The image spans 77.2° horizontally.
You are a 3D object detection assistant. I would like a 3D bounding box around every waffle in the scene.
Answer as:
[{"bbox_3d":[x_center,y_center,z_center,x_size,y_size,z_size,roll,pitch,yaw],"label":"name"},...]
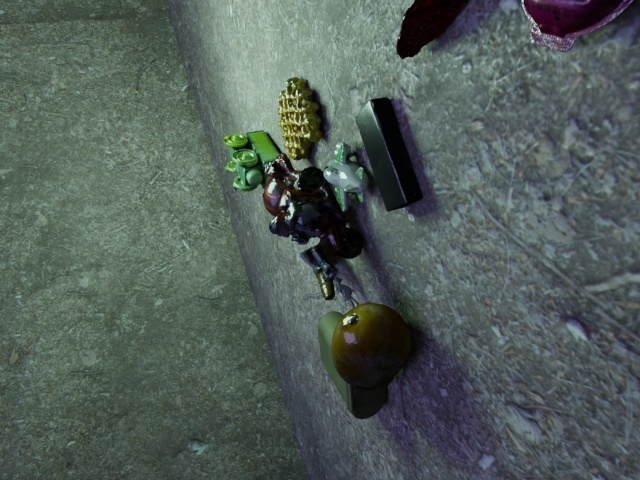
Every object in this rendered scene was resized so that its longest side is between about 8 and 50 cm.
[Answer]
[{"bbox_3d":[-0.068,-0.344,1.196,0.249,0.056,0.253,59,152,34],"label":"waffle"}]

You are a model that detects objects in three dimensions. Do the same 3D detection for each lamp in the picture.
[{"bbox_3d":[-0.098,-0.144,1.250,0.215,0.151,0.223,28,157,22],"label":"lamp"}]

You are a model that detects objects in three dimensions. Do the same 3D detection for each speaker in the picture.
[{"bbox_3d":[0.139,-0.174,0.825,0.082,0.044,0.218,-32,75,67],"label":"speaker"}]

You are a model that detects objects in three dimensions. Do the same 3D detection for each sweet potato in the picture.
[{"bbox_3d":[0.007,0.073,1.219,0.346,0.079,0.108,-115,19,-74],"label":"sweet potato"}]

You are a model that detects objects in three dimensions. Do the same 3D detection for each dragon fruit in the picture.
[{"bbox_3d":[0.160,-0.351,0.633,0.131,0.097,0.063,85,169,-80],"label":"dragon fruit"}]

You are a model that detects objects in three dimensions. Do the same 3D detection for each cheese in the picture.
[{"bbox_3d":[0.270,-0.318,0.387,0.155,0.062,0.244,50,147,44],"label":"cheese"}]

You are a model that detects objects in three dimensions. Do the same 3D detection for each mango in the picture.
[{"bbox_3d":[0.125,0.273,0.981,0.316,0.193,0.146,80,-179,-45],"label":"mango"}]

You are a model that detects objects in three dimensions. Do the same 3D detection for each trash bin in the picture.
[{"bbox_3d":[0.089,0.371,1.227,0.247,0.121,0.243,-141,41,-61],"label":"trash bin"}]

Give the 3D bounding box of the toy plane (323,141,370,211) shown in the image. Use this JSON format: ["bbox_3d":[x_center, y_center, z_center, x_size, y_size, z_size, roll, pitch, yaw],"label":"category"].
[{"bbox_3d":[0.061,-0.155,0.982,0.174,0.080,0.174,165,90,-70],"label":"toy plane"}]

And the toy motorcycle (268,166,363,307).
[{"bbox_3d":[0.000,0.000,1.055,0.401,0.207,0.134,60,171,13],"label":"toy motorcycle"}]

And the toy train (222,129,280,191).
[{"bbox_3d":[-0.250,-0.298,1.493,0.159,0.188,0.271,97,151,-44],"label":"toy train"}]
